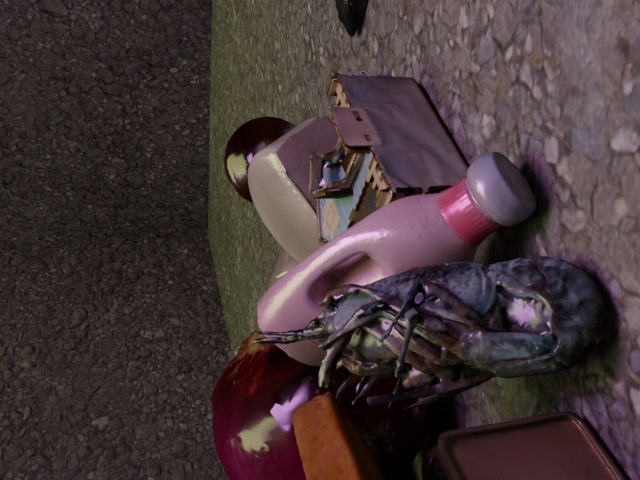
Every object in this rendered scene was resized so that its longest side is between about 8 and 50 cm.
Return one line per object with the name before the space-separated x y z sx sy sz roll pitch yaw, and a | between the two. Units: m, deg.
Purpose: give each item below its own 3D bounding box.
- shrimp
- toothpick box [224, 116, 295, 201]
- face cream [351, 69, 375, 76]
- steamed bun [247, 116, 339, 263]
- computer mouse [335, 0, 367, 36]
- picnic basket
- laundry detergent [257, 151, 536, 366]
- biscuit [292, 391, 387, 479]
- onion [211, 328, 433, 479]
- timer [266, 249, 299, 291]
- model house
shrimp | 0.080 0.090 0.713 0.172 0.372 0.137 36 -139 -57
toothpick box | -0.127 -0.168 1.674 0.294 0.192 0.192 161 103 -80
face cream | 0.055 -0.138 1.216 0.285 0.067 0.139 111 144 -60
steamed bun | 0.000 -0.054 1.143 0.241 0.146 0.164 52 149 -2
computer mouse | 0.045 -0.399 1.199 0.135 0.047 0.079 96 162 -44
picnic basket | 0.204 0.294 0.641 0.266 0.165 0.139 -116 26 -50
laundry detergent | 0.082 0.026 0.820 0.335 0.159 0.088 -39 40 29
biscuit | 0.070 0.334 0.701 0.455 0.078 0.349 71 172 -54
onion | 0.039 0.275 1.067 0.385 0.348 0.348 51 168 -8
timer | 0.000 0.000 1.395 0.175 0.175 0.266 105 173 -53
model house | 0.071 -0.068 0.980 0.206 0.178 0.271 108 150 -44
